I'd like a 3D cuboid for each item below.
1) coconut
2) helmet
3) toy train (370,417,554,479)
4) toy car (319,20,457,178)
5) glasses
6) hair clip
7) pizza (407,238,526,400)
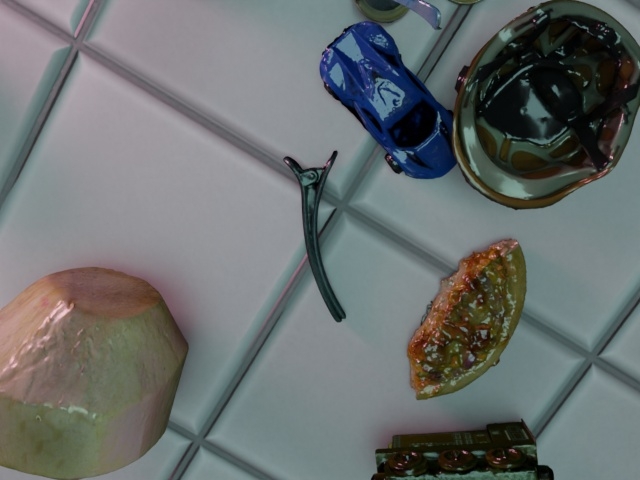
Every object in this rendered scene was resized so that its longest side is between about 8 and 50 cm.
[{"bbox_3d":[-0.291,0.169,0.670,0.259,0.259,0.259,0,100,2],"label":"coconut"},{"bbox_3d":[0.248,-0.155,0.639,0.198,0.130,0.224,29,108,-2],"label":"helmet"},{"bbox_3d":[0.178,0.299,0.724,0.225,0.137,0.090,-5,93,8],"label":"toy train"},{"bbox_3d":[0.089,-0.165,0.677,0.103,0.063,0.216,-41,96,8],"label":"toy car"},{"bbox_3d":[0.143,-0.260,0.598,0.189,0.221,0.088,-13,134,-2],"label":"glasses"},{"bbox_3d":[0.000,0.000,0.730,0.070,0.039,0.230,-6,105,4],"label":"hair clip"},{"bbox_3d":[0.195,0.112,0.726,0.127,0.058,0.246,40,97,-4],"label":"pizza"}]
